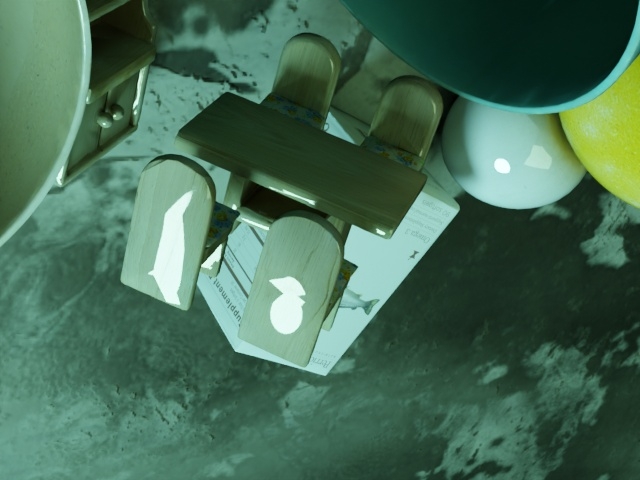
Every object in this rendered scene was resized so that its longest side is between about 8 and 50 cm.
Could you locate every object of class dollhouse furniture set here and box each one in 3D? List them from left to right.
[{"bbox_3d":[-0.051,-0.086,0.653,0.212,0.242,0.161,-53,164,-55],"label":"dollhouse furniture set"}]

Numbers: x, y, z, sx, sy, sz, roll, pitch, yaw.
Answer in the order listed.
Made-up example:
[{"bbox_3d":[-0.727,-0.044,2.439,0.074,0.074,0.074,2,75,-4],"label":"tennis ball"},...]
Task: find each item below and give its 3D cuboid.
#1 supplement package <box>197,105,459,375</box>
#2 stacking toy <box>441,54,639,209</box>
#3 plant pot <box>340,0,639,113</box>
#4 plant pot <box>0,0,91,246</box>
[{"bbox_3d":[0.000,0.000,0.862,0.105,0.105,0.179,21,114,-43],"label":"supplement package"},{"bbox_3d":[0.294,-0.122,0.777,0.480,0.350,0.351,-17,153,42],"label":"stacking toy"},{"bbox_3d":[0.132,-0.256,0.608,0.235,0.293,0.293,-41,139,-18],"label":"plant pot"},{"bbox_3d":[-0.276,-0.118,0.523,0.284,0.191,0.284,-18,134,-20],"label":"plant pot"}]
